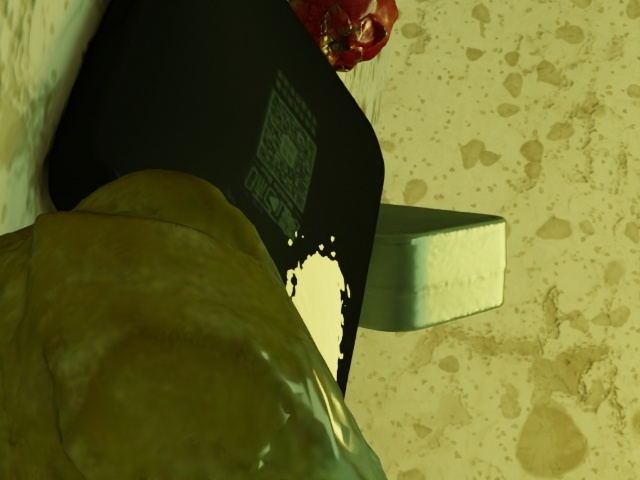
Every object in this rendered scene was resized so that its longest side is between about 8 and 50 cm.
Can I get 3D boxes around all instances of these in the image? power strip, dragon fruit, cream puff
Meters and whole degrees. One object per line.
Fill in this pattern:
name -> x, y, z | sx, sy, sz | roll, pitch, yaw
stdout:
power strip -> 0.000, 0.000, 1.212 | 0.261, 0.229, 0.141 | -11, 105, -48
dragon fruit -> 0.025, -0.258, 1.592 | 0.166, 0.136, 0.133 | -33, 143, -63
cream puff -> -0.101, 0.123, 0.632 | 0.274, 0.270, 0.323 | 63, -5, 18

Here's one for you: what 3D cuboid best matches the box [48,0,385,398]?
box -> -0.053, -0.050, 0.968 | 0.290, 0.073, 0.289 | 52, 37, -39
